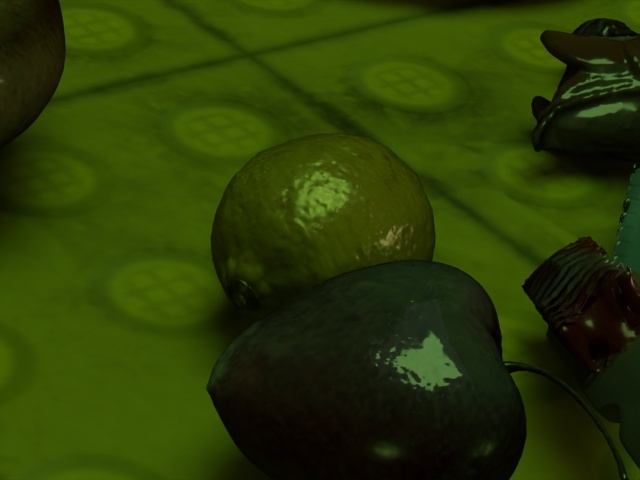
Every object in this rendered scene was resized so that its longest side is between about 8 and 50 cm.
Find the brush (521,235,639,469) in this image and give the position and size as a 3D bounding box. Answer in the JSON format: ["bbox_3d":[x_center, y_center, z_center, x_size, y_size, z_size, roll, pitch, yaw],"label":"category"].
[{"bbox_3d":[0.139,0.050,0.788,0.050,0.060,0.321,51,4,-10],"label":"brush"}]

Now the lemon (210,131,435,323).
[{"bbox_3d":[0.000,0.000,0.901,0.109,0.109,0.133,30,46,30],"label":"lemon"}]

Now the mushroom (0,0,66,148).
[{"bbox_3d":[-0.270,-0.103,0.966,0.278,0.146,0.278,-3,33,2],"label":"mushroom"}]

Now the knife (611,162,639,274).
[{"bbox_3d":[0.195,-0.036,1.000,0.044,0.019,0.313,2,49,22],"label":"knife"}]

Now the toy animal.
[{"bbox_3d":[0.184,-0.097,1.130,0.188,0.089,0.179,-12,33,-30],"label":"toy animal"}]

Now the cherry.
[{"bbox_3d":[0.031,0.085,0.773,0.148,0.115,0.188,20,33,-22],"label":"cherry"}]
